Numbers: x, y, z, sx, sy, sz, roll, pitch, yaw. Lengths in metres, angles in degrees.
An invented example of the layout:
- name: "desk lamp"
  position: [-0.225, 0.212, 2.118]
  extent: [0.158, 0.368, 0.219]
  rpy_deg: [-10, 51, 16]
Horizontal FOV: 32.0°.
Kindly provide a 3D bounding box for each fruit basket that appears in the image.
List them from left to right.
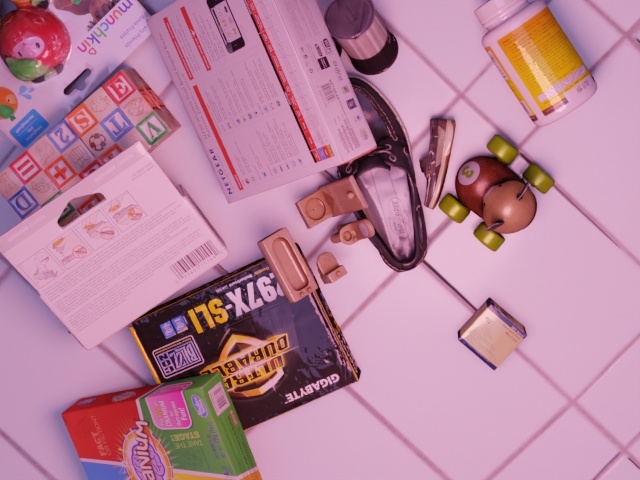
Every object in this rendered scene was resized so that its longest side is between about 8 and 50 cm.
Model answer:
- name: "fruit basket"
  position: [-0.500, -0.369, 1.810]
  extent: [0.327, 0.165, 0.353]
  rpy_deg: [-40, 97, 11]

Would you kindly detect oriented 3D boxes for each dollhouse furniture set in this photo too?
- name: "dollhouse furniture set"
  position: [0.000, 0.000, 1.795]
  extent: [0.151, 0.123, 0.144]
  rpy_deg: [-31, 97, -25]

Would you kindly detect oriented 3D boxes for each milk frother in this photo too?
- name: "milk frother"
  position: [0.032, -0.326, 1.779]
  extent: [0.143, 0.135, 0.129]
  rpy_deg: [-35, 64, 7]

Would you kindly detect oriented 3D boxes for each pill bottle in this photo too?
- name: "pill bottle"
  position: [0.335, -0.297, 1.765]
  extent: [0.117, 0.117, 0.215]
  rpy_deg: [-33, 96, 10]

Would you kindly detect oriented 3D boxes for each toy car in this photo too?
- name: "toy car"
  position: [0.284, -0.065, 1.774]
  extent: [0.149, 0.188, 0.155]
  rpy_deg: [38, 101, -2]

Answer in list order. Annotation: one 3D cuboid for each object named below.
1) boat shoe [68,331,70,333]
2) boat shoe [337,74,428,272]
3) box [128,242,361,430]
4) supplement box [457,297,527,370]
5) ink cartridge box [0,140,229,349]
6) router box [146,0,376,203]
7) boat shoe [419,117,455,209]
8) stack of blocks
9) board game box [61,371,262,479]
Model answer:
- name: "boat shoe"
  position: [-0.426, 0.103, 1.942]
  extent: [0.045, 0.050, 0.135]
  rpy_deg: [-1, 100, 0]
- name: "boat shoe"
  position: [0.092, -0.105, 1.824]
  extent: [0.127, 0.113, 0.340]
  rpy_deg: [-13, 98, 8]
- name: "box"
  position: [-0.128, 0.185, 1.916]
  extent: [0.322, 0.079, 0.257]
  rpy_deg: [-24, 95, 9]
- name: "supplement box"
  position: [0.289, 0.157, 1.880]
  extent: [0.083, 0.056, 0.083]
  rpy_deg: [40, 101, -2]
- name: "ink cartridge box"
  position: [-0.345, 0.003, 1.847]
  extent: [0.296, 0.066, 0.261]
  rpy_deg: [-34, 118, 2]
- name: "router box"
  position: [-0.100, -0.251, 1.745]
  extent: [0.301, 0.082, 0.335]
  rpy_deg: [-15, 102, 48]
- name: "boat shoe"
  position: [0.187, -0.128, 1.845]
  extent: [0.049, 0.056, 0.152]
  rpy_deg: [13, 91, 8]
- name: "stack of blocks"
  position: [-0.380, -0.130, 1.877]
  extent: [0.297, 0.087, 0.171]
  rpy_deg: [-39, 95, 10]
- name: "board game box"
  position: [-0.268, 0.367, 1.907]
  extent: [0.316, 0.064, 0.242]
  rpy_deg: [-15, 101, 30]
